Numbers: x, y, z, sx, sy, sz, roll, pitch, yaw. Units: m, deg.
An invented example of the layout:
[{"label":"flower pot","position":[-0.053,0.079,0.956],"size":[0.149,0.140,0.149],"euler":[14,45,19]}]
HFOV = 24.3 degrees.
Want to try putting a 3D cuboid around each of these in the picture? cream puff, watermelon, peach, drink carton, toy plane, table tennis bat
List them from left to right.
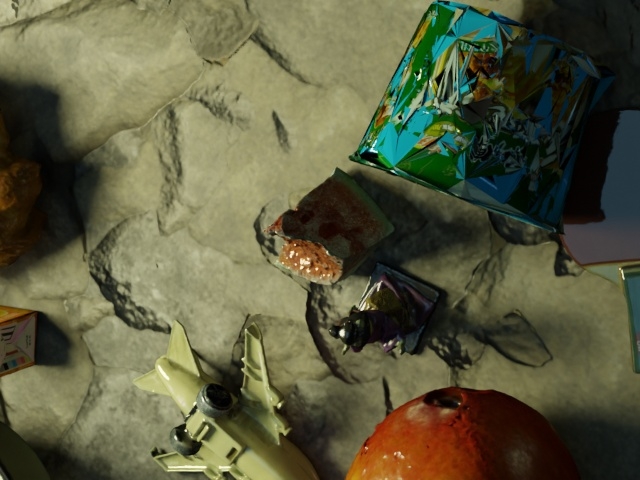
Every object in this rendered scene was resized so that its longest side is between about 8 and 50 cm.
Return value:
[{"label":"drink carton","position":[-0.461,0.110,1.787],"size":[0.223,0.096,0.071],"euler":[8,100,20]},{"label":"cream puff","position":[-0.445,-0.052,1.731],"size":[0.241,0.155,0.269],"euler":[47,108,9]},{"label":"toy plane","position":[-0.098,0.212,1.667],"size":[0.256,0.104,0.242],"euler":[47,124,16]},{"label":"watermelon","position":[0.015,-0.016,1.581],"size":[0.098,0.158,0.121],"euler":[35,80,14]},{"label":"peach","position":[0.139,0.285,1.501],"size":[0.281,0.238,0.281],"euler":[0,86,-2]},{"label":"table tennis bat","position":[0.320,0.001,1.520],"size":[0.154,0.021,0.274],"euler":[-7,92,21]}]

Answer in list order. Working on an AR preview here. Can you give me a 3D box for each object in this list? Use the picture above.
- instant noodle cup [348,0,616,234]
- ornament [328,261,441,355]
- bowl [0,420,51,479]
[{"label":"instant noodle cup","position":[0.162,-0.124,1.465],"size":[0.240,0.240,0.178],"euler":[22,94,17]},{"label":"ornament","position":[0.062,0.090,1.537],"size":[0.081,0.203,0.088],"euler":[23,102,8]},{"label":"bowl","position":[-0.442,0.344,1.760],"size":[0.354,0.185,0.354],"euler":[3,97,20]}]
